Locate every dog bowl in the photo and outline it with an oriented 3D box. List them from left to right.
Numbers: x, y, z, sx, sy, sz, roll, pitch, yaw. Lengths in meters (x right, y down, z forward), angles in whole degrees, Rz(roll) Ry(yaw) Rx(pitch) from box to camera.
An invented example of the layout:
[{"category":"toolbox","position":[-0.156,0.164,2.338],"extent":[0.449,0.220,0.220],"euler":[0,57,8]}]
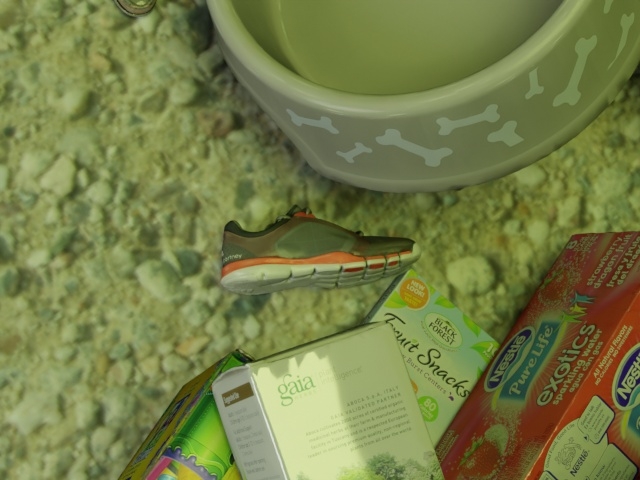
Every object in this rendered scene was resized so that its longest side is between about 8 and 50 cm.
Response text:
[{"category":"dog bowl","position":[0.070,-0.213,1.097],"extent":[0.348,0.102,0.349],"euler":[-5,70,15]}]

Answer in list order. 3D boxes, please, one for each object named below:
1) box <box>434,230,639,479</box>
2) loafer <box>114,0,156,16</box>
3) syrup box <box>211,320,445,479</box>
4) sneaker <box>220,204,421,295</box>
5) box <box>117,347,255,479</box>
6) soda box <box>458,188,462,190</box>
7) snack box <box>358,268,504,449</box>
[{"category":"box","position":[0.199,0.128,1.115],"extent":[0.128,0.122,0.257],"euler":[44,69,-23]},{"category":"loafer","position":[-0.147,-0.237,1.162],"extent":[0.045,0.039,0.125],"euler":[-4,78,-17]},{"category":"syrup box","position":[0.023,0.175,0.895],"extent":[0.093,0.096,0.237],"euler":[-17,83,-20]},{"category":"sneaker","position":[0.000,0.000,1.140],"extent":[0.158,0.061,0.065],"euler":[-4,72,-17]},{"category":"box","position":[-0.036,0.276,1.000],"extent":[0.290,0.177,0.279],"euler":[37,70,-5]},{"category":"soda box","position":[0.184,-0.173,1.211],"extent":[0.091,0.098,0.286],"euler":[45,69,-2]},{"category":"snack box","position":[0.060,0.107,1.141],"extent":[0.100,0.037,0.141],"euler":[41,69,-5]}]
